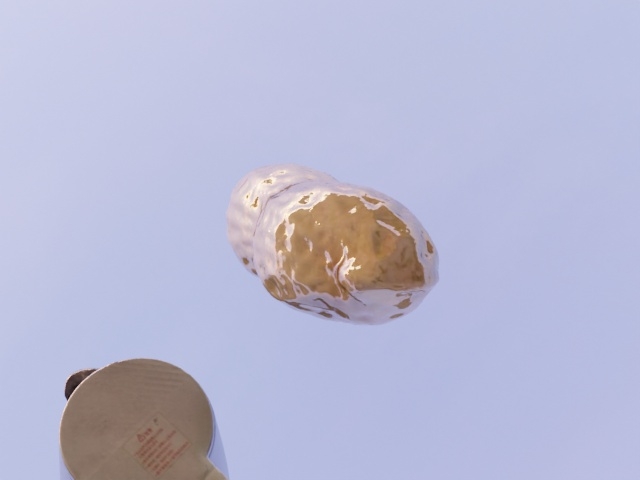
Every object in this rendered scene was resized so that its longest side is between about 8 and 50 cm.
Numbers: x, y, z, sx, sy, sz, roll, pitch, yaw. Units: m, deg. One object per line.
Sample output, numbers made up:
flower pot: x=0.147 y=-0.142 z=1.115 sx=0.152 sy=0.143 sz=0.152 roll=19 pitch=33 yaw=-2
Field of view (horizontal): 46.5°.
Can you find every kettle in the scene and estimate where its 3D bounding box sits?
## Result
kettle: x=-0.133 y=0.219 z=0.637 sx=0.211 sy=0.243 sz=0.160 roll=42 pitch=-120 yaw=16

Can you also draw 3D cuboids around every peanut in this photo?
peanut: x=0.000 y=0.000 z=0.409 sx=0.082 sy=0.187 sz=0.082 roll=-4 pitch=-79 yaw=-18
